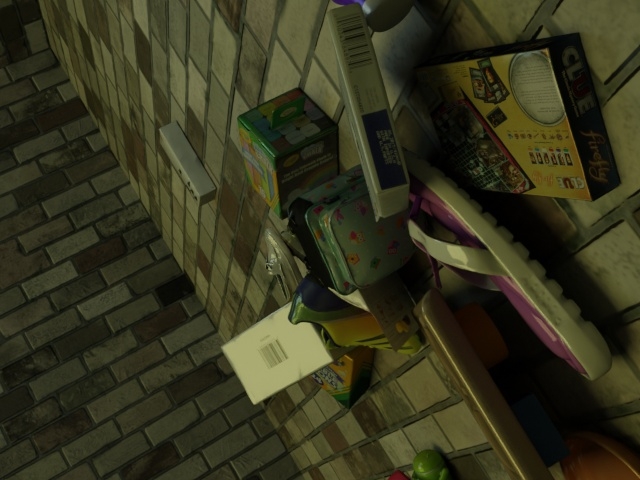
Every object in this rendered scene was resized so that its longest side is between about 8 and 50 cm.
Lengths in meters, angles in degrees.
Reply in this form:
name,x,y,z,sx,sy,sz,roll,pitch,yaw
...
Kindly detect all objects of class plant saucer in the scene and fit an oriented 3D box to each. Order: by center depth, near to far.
name,x,y,z,sx,sy,sz,roll,pitch,yaw
plant saucer,0.403,0.337,1.039,0.200,0.037,0.200,50,159,28

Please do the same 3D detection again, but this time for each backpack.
name,x,y,z,sx,sy,sz,roll,pitch,yaw
backpack,0.068,-0.025,1.171,0.144,0.188,0.166,10,129,60

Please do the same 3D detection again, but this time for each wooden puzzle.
name,x,y,z,sx,sy,sz,roll,pitch,yaw
wooden puzzle,0.248,0.214,1.129,0.322,0.080,0.348,60,-179,10

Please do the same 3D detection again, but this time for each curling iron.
name,x,y,z,sx,sy,sz,roll,pitch,yaw
curling iron,-0.041,0.032,1.739,0.068,0.035,0.274,64,166,-20

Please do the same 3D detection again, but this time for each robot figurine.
name,x,y,z,sx,sy,sz,roll,pitch,yaw
robot figurine,0.237,0.491,1.639,0.101,0.067,0.115,-4,114,62

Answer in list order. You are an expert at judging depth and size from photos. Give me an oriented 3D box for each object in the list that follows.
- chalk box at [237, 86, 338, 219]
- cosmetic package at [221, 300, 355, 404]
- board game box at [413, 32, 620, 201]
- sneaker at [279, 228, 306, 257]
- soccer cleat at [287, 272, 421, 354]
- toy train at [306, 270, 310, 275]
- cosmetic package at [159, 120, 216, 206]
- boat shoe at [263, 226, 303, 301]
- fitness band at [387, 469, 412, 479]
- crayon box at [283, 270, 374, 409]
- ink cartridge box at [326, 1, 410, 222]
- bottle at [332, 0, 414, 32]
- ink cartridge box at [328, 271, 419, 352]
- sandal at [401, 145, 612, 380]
name,x,y,z,sx,sy,sz,roll,pitch,yaw
chalk box,-0.057,-0.169,1.374,0.132,0.132,0.213,49,156,33
cosmetic package,-0.027,0.186,1.523,0.224,0.224,0.138,-34,85,34
board game box,0.209,-0.133,0.870,0.243,0.042,0.165,17,133,64
sneaker,0.000,0.000,1.566,0.064,0.086,0.192,43,-175,36
soccer cleat,0.061,0.150,1.383,0.289,0.121,0.093,30,-179,-33
toy train,-0.022,0.088,1.793,0.027,0.036,0.158,56,161,15
cosmetic package,-0.391,-0.223,2.281,0.239,0.060,0.099,58,160,9
boat shoe,-0.092,0.057,1.762,0.066,0.063,0.184,39,156,58
fitness band,0.240,0.597,1.695,0.209,0.054,0.291,39,171,34
crayon box,0.017,0.232,1.754,0.203,0.083,0.323,36,152,22
ink cartridge box,0.062,-0.145,0.964,0.224,0.045,0.223,58,-163,-82
bottle,0.009,-0.377,0.967,0.283,0.092,0.118,55,158,19
ink cartridge box,0.080,0.075,1.321,0.225,0.056,0.181,62,-154,1
sandal,0.188,0.025,0.987,0.416,0.102,0.169,48,179,31
